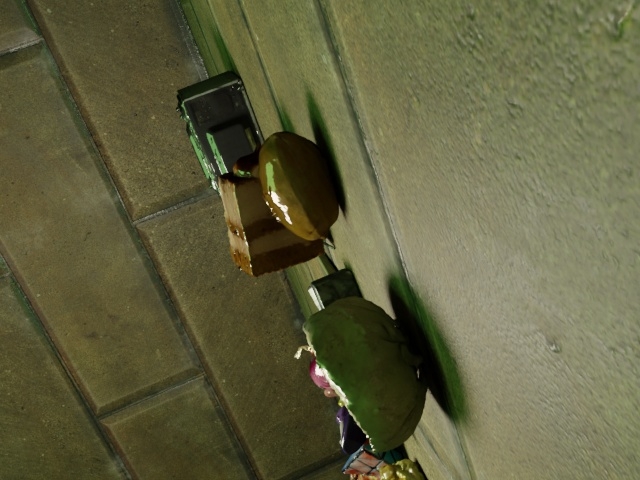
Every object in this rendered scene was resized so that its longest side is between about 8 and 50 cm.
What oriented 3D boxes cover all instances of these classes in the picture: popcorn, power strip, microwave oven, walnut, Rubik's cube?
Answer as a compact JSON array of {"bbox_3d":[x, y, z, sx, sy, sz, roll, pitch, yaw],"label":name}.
[{"bbox_3d":[0.212,0.618,1.625,0.126,0.126,0.145,-38,56,57],"label":"popcorn"},{"bbox_3d":[0.028,0.091,1.673,0.169,0.028,0.076,-123,12,-64],"label":"power strip"},{"bbox_3d":[-0.312,-0.333,2.117,0.286,0.219,0.354,-125,14,-64],"label":"microwave oven"},{"bbox_3d":[-0.037,-0.091,1.173,0.137,0.137,0.245,-122,11,-53],"label":"walnut"},{"bbox_3d":[0.137,0.570,1.868,0.211,0.191,0.178,42,-138,-29],"label":"Rubik's cube"}]

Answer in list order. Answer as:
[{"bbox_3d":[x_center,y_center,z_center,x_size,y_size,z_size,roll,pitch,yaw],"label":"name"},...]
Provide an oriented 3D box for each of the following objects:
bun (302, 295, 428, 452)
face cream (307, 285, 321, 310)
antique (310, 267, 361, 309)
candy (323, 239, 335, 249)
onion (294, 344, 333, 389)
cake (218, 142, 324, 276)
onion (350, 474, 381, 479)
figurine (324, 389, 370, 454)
[{"bbox_3d":[0.087,0.205,1.072,0.259,0.152,0.259,56,179,2],"label":"bun"},{"bbox_3d":[0.045,0.231,1.905,0.243,0.058,0.092,60,167,11],"label":"face cream"},{"bbox_3d":[0.054,0.163,1.451,0.086,0.088,0.182,-164,52,-83],"label":"antique"},{"bbox_3d":[0.000,0.000,1.581,0.056,0.049,0.185,37,176,-23],"label":"candy"},{"bbox_3d":[0.039,0.288,1.651,0.153,0.177,0.177,46,177,-10],"label":"onion"},{"bbox_3d":[-0.128,-0.084,1.510,0.199,0.196,0.292,-146,41,-67],"label":"cake"},{"bbox_3d":[0.167,0.688,1.978,0.230,0.163,0.230,56,169,16],"label":"onion"},{"bbox_3d":[0.102,0.436,1.701,0.421,0.154,0.193,113,153,-75],"label":"figurine"}]
